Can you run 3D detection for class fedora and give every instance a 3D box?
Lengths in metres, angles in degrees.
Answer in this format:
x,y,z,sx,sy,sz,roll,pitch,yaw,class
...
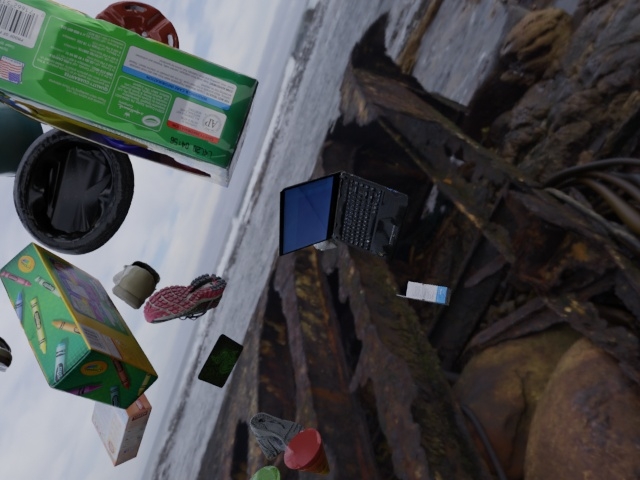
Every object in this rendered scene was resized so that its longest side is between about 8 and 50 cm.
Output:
x,y,z,sx,sy,sz,roll,pitch,yaw,class
-0.613,-0.131,1.349,0.152,0.334,0.334,-57,-14,-86,fedora

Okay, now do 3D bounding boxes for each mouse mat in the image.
x,y,z,sx,sy,sz,roll,pitch,yaw,class
-0.313,0.385,1.650,0.152,0.007,0.190,-63,-23,-16,mouse mat

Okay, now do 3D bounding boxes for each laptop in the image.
x,y,z,sx,sy,sz,roll,pitch,yaw,class
0.048,-0.030,1.236,0.136,0.264,0.234,-56,-18,-38,laptop

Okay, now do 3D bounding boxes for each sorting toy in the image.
x,y,z,sx,sy,sz,roll,pitch,yaw,class
-0.107,0.681,1.401,0.365,0.126,0.127,-42,23,-7,sorting toy

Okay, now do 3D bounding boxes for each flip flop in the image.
x,y,z,sx,sy,sz,roll,pitch,yaw,class
-0.751,0.247,1.168,0.277,0.112,0.080,-23,55,49,flip flop

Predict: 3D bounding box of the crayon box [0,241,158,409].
x,y,z,sx,sy,sz,roll,pitch,yaw,class
-0.404,0.139,0.864,0.081,0.278,0.165,-44,-34,-6,crayon box

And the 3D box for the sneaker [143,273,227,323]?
x,y,z,sx,sy,sz,roll,pitch,yaw,class
-0.414,0.203,1.623,0.299,0.121,0.112,-18,-47,-52,sneaker

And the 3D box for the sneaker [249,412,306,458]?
x,y,z,sx,sy,sz,roll,pitch,yaw,class
-0.110,0.626,1.609,0.087,0.227,0.130,-47,-43,-46,sneaker

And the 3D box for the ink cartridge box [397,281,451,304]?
x,y,z,sx,sy,sz,roll,pitch,yaw,class
0.177,0.089,0.890,0.048,0.083,0.028,26,-107,-66,ink cartridge box

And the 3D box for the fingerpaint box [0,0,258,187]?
x,y,z,sx,sy,sz,roll,pitch,yaw,class
-0.357,-0.250,0.950,0.371,0.445,0.163,-172,101,-79,fingerpaint box

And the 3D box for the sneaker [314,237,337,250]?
x,y,z,sx,sy,sz,roll,pitch,yaw,class
0.000,0.000,1.592,0.152,0.061,0.054,39,-151,-59,sneaker

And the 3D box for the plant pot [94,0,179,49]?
x,y,z,sx,sy,sz,roll,pitch,yaw,class
-0.475,-0.458,1.342,0.265,0.272,0.272,161,128,-70,plant pot

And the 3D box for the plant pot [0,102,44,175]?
x,y,z,sx,sy,sz,roll,pitch,yaw,class
-1.034,-0.309,1.561,0.255,0.271,0.272,-71,3,-75,plant pot

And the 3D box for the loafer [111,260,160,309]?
x,y,z,sx,sy,sz,roll,pitch,yaw,class
-0.440,0.100,1.261,0.092,0.102,0.268,-48,19,-10,loafer

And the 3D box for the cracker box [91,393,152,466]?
x,y,z,sx,sy,sz,roll,pitch,yaw,class
-0.514,0.446,1.334,0.156,0.067,0.232,47,129,29,cracker box
